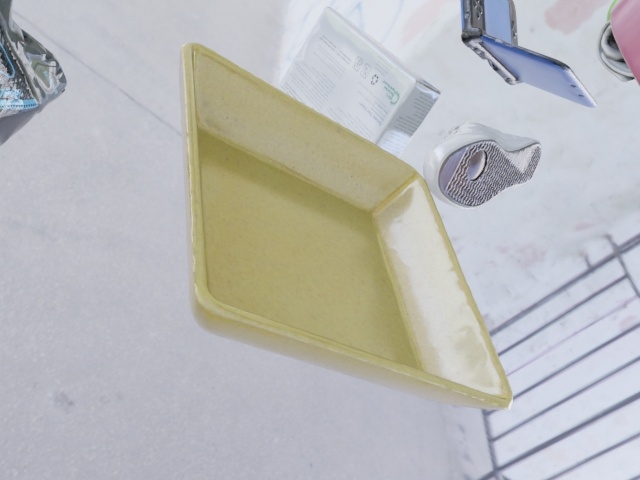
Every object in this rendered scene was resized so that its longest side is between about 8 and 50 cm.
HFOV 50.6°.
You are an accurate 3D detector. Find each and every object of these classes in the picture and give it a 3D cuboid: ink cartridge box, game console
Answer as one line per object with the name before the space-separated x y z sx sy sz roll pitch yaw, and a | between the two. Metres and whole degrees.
ink cartridge box | 0.009 -0.183 1.131 0.071 0.330 0.324 17 27 -38
game console | 0.379 -0.376 1.218 0.293 0.173 0.250 7 80 -59

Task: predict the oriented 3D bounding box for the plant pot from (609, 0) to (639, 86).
plant pot | 0.270 -0.130 0.353 0.201 0.180 0.201 25 47 -30

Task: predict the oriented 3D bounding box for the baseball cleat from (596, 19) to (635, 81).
baseball cleat | 0.321 -0.199 0.648 0.110 0.072 0.206 17 32 5

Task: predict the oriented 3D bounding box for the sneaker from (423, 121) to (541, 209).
sneaker | 0.205 -0.114 0.977 0.123 0.105 0.290 26 22 33

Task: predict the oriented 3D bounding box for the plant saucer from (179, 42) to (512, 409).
plant saucer | 0.000 0.000 0.637 0.333 0.081 0.332 24 36 -33

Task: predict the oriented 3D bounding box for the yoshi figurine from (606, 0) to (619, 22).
yoshi figurine | 0.610 -0.349 1.188 0.203 0.203 0.362 27 37 -15

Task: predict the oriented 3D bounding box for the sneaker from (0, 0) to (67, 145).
sneaker | -0.330 -0.181 0.562 0.125 0.139 0.341 27 -18 16
